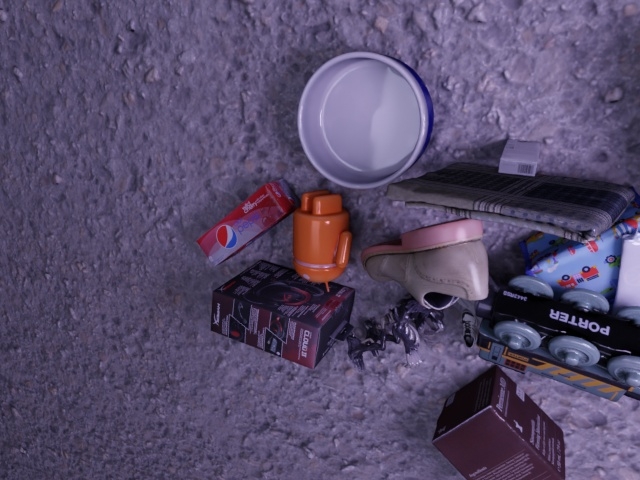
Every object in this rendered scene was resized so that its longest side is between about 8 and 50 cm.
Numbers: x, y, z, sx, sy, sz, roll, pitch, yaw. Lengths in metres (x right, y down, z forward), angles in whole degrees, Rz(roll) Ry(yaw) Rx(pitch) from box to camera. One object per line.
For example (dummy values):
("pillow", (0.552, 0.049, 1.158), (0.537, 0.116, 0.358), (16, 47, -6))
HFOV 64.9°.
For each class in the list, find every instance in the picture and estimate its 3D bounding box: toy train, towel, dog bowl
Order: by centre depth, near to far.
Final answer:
("towel", (0.314, -0.069, 0.837), (0.325, 0.312, 0.056), (16, 114, 35))
("toy train", (0.431, 0.177, 0.873), (0.334, 0.142, 0.190), (16, 147, 21))
("dog bowl", (0.091, -0.242, 1.024), (0.265, 0.104, 0.264), (7, 109, 22))

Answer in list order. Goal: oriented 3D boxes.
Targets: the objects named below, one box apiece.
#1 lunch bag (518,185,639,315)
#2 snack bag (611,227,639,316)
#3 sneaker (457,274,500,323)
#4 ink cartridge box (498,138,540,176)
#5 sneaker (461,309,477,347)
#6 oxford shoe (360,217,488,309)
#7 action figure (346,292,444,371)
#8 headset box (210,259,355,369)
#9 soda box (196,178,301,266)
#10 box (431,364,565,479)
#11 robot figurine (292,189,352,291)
("lunch bag", (0.548, 0.089, 0.931), (0.221, 0.138, 0.293), (-32, 104, 27))
("snack bag", (0.664, 0.118, 0.837), (0.324, 0.037, 0.342), (-3, 125, 16))
("sneaker", (0.355, 0.128, 1.041), (0.090, 0.094, 0.235), (-32, 111, 24))
("ink cartridge box", (0.368, -0.154, 0.926), (0.063, 0.115, 0.029), (11, 122, 21))
("sneaker", (0.325, 0.194, 1.098), (0.032, 0.037, 0.083), (-8, 101, 28))
("oxford shoe", (0.177, 0.063, 0.950), (0.141, 0.397, 0.146), (-12, 84, -13))
("action figure", (0.191, 0.194, 1.095), (0.276, 0.164, 0.140), (-38, 79, 38))
("headset box", (-0.069, 0.163, 1.161), (0.294, 0.218, 0.110), (16, 113, 19))
("soda box", (-0.175, -0.041, 1.214), (0.263, 0.092, 0.083), (-35, 89, 29))
("box", (0.379, 0.418, 1.070), (0.203, 0.168, 0.167), (46, 119, 4))
("robot figurine", (0.001, 0.001, 1.128), (0.158, 0.128, 0.219), (7, 109, 15))
